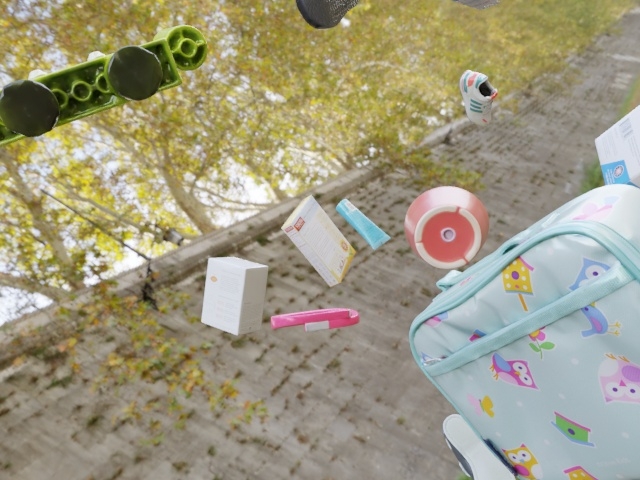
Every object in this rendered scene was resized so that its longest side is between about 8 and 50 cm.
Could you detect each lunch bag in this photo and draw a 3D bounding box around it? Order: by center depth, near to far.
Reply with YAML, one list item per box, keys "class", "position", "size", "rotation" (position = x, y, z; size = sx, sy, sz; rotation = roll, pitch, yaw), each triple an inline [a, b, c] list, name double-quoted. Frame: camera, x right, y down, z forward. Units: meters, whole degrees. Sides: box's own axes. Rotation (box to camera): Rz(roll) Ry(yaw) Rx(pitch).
- class: "lunch bag"
  position: [0.208, 0.096, 0.481]
  size: [0.108, 0.224, 0.279]
  rotation: [-37, -9, -37]

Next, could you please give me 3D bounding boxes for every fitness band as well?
- class: "fitness band"
  position: [-0.016, 0.251, 1.799]
  size: [0.291, 0.209, 0.054]
  rotation: [-3, -93, -25]

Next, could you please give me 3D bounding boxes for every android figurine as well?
- class: "android figurine"
  position: [-0.234, -0.148, 0.541]
  size: [0.248, 0.273, 0.056]
  rotation: [-25, -66, -15]

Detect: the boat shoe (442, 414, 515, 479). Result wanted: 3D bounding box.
- class: "boat shoe"
  position: [0.478, 0.661, 1.672]
  size: [0.114, 0.302, 0.091]
  rotation: [-27, -31, -6]

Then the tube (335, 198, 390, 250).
- class: "tube"
  position: [0.142, -0.058, 1.927]
  size: [0.080, 0.207, 0.052]
  rotation: [-38, -19, -21]

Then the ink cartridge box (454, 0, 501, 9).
- class: "ink cartridge box"
  position: [0.263, -0.419, 0.949]
  size: [0.083, 0.048, 0.028]
  rotation: [-1, -85, -36]

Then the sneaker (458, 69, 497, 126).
- class: "sneaker"
  position: [0.387, -0.330, 1.333]
  size: [0.057, 0.075, 0.161]
  rotation: [-45, -50, -13]

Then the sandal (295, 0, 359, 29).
- class: "sandal"
  position: [0.010, -0.452, 1.052]
  size: [0.254, 0.055, 0.097]
  rotation: [-49, -48, -54]

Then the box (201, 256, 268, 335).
- class: "box"
  position: [-0.217, 0.137, 1.422]
  size: [0.091, 0.130, 0.170]
  rotation: [-1, -79, -56]

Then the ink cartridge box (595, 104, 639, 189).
- class: "ink cartridge box"
  position: [0.681, -0.172, 1.051]
  size: [0.232, 0.168, 0.171]
  rotation: [-47, 23, 47]

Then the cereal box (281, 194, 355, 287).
- class: "cereal box"
  position: [0.000, 0.000, 1.697]
  size: [0.047, 0.240, 0.173]
  rotation: [-28, 18, 35]

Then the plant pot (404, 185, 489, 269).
- class: "plant pot"
  position: [0.396, -0.030, 1.750]
  size: [0.275, 0.275, 0.243]
  rotation: [-66, -7, 13]
